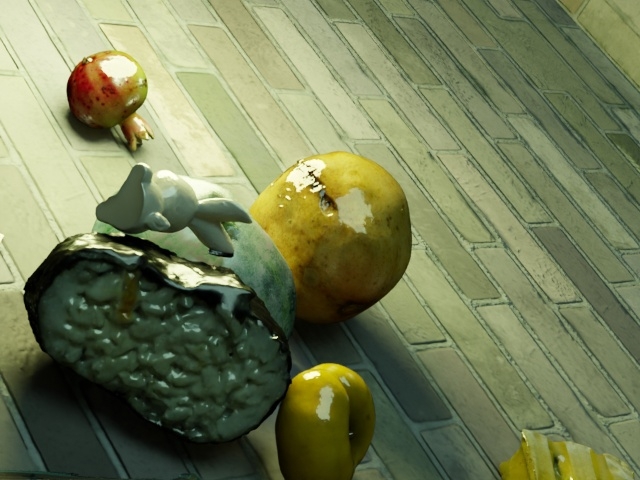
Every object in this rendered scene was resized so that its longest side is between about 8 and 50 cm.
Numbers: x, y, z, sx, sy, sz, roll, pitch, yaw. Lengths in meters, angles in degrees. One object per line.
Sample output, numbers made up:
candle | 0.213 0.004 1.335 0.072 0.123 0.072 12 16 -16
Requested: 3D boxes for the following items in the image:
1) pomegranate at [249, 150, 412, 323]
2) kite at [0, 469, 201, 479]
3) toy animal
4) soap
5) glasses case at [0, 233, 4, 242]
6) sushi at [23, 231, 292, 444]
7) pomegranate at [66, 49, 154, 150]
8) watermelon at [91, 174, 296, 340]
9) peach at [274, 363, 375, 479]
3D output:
pomegranate | 0.012 -0.004 2.098 0.260 0.260 0.260 23 34 -16
kite | -0.208 0.311 1.610 0.406 0.014 0.368 14 9 13
toy animal | -0.194 -0.028 1.842 0.127 0.131 0.182 51 25 24
soap | 0.369 0.423 1.993 0.199 0.091 0.315 19 35 -22
glasses case | -0.519 -0.015 1.817 0.218 0.075 0.049 26 36 -12
sushi | -0.201 0.112 1.803 0.350 0.211 0.171 24 8 -13
pomegranate | -0.326 -0.213 2.220 0.129 0.129 0.159 -19 103 -51
watermelon | -0.171 0.042 1.948 0.322 0.175 0.188 32 32 0
peach | 0.007 0.242 1.851 0.103 0.179 0.179 2 26 21
